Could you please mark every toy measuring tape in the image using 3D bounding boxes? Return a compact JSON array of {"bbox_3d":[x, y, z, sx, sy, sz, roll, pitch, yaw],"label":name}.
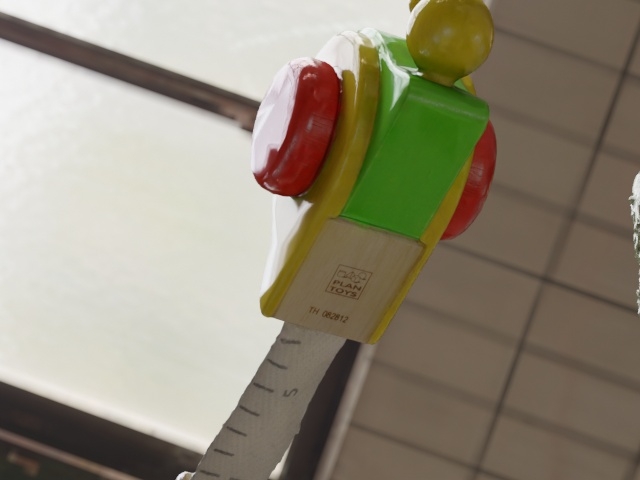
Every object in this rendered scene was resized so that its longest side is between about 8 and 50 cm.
[{"bbox_3d":[0.000,0.000,1.004,0.330,0.121,0.121,-61,2,34],"label":"toy measuring tape"}]

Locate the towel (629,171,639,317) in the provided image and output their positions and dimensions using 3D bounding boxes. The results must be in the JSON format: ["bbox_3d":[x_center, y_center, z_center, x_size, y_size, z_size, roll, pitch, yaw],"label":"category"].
[{"bbox_3d":[0.122,0.045,0.449,0.027,0.110,0.148,-46,33,51],"label":"towel"}]
